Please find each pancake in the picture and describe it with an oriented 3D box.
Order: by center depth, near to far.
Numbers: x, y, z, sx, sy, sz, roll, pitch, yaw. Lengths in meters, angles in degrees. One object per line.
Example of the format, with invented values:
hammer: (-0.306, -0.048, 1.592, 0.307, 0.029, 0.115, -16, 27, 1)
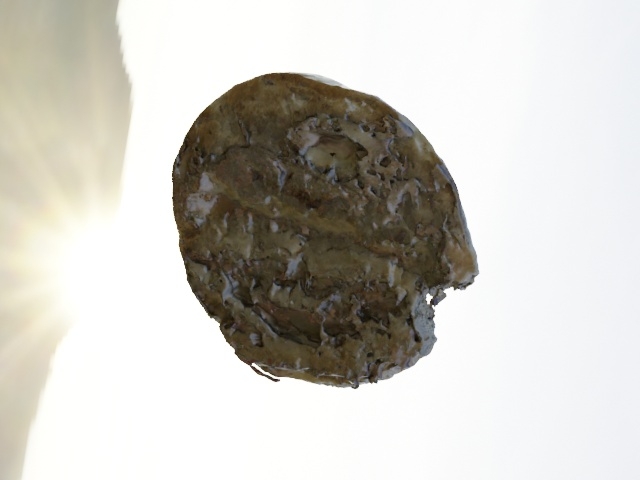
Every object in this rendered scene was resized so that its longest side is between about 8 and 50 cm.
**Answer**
pancake: (-0.001, 0.000, 1.643, 0.071, 0.382, 0.382, -41, 150, -61)
